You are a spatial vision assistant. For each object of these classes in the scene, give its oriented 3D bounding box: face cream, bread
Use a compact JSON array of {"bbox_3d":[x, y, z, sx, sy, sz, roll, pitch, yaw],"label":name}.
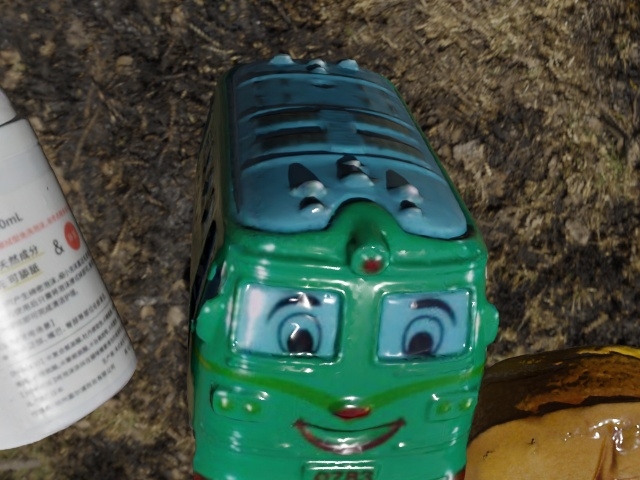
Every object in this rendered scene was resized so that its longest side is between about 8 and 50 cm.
[{"bbox_3d":[-0.273,-0.039,0.557,0.145,0.145,0.369,-12,108,27],"label":"face cream"},{"bbox_3d":[0.284,0.220,0.842,0.270,0.142,0.195,-8,129,10],"label":"bread"}]

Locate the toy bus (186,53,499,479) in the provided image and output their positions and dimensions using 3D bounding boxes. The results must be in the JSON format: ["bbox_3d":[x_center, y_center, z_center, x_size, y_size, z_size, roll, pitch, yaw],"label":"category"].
[{"bbox_3d":[0.000,0.000,0.542,0.184,0.343,0.199,2,121,-10],"label":"toy bus"}]
